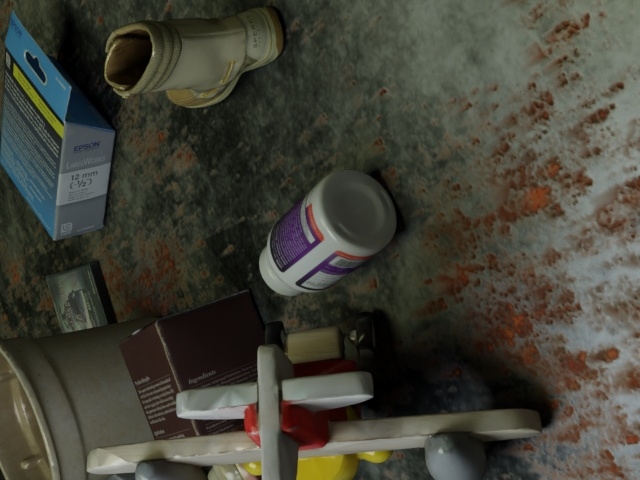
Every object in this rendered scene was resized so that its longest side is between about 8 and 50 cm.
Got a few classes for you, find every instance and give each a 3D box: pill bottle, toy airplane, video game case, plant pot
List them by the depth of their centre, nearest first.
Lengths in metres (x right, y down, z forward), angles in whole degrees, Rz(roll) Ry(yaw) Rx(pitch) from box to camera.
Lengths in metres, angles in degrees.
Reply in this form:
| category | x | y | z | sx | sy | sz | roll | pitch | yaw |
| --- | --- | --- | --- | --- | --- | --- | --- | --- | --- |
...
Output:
| category | x | y | z | sx | sy | sz | roll | pitch | yaw |
| --- | --- | --- | --- | --- | --- | --- | --- | --- | --- |
| toy airplane | -0.012 | 0.232 | 1.024 | 0.386 | 0.385 | 0.272 | -7 | 89 | 53 |
| pill bottle | 0.000 | 0.000 | 1.143 | 0.193 | 0.108 | 0.108 | -39 | 73 | 53 |
| plant pot | -0.394 | 0.278 | 1.633 | 0.334 | 0.306 | 0.333 | 27 | 126 | 45 |
| video game case | -0.500 | 0.154 | 1.967 | 0.274 | 0.026 | 0.196 | -13 | 94 | 54 |

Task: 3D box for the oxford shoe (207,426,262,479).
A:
| category | x | y | z | sx | sy | sz | roll | pitch | yaw |
| --- | --- | --- | --- | --- | --- | --- | --- | --- | --- |
| oxford shoe | -0.126 | 0.393 | 1.345 | 0.397 | 0.147 | 0.140 | 85 | 164 | -54 |

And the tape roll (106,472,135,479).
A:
| category | x | y | z | sx | sy | sz | roll | pitch | yaw |
| --- | --- | --- | --- | --- | --- | --- | --- | --- | --- |
| tape roll | -0.313 | 0.526 | 1.686 | 0.169 | 0.246 | 0.246 | 10 | 112 | 52 |

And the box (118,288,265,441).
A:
| category | x | y | z | sx | sy | sz | roll | pitch | yaw |
| --- | --- | --- | --- | --- | --- | --- | --- | --- | --- |
| box | -0.176 | 0.208 | 1.423 | 0.168 | 0.167 | 0.203 | -28 | 82 | 55 |

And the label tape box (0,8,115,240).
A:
| category | x | y | z | sx | sy | sz | roll | pitch | yaw |
| --- | --- | --- | --- | --- | --- | --- | --- | --- | --- |
| label tape box | -0.482 | -0.212 | 1.706 | 0.249 | 0.115 | 0.347 | 48 | 136 | 30 |

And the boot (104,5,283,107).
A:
| category | x | y | z | sx | sy | sz | roll | pitch | yaw |
| --- | --- | --- | --- | --- | --- | --- | --- | --- | --- |
| boot | -0.195 | -0.227 | 1.221 | 0.262 | 0.204 | 0.095 | -14 | 93 | 54 |
